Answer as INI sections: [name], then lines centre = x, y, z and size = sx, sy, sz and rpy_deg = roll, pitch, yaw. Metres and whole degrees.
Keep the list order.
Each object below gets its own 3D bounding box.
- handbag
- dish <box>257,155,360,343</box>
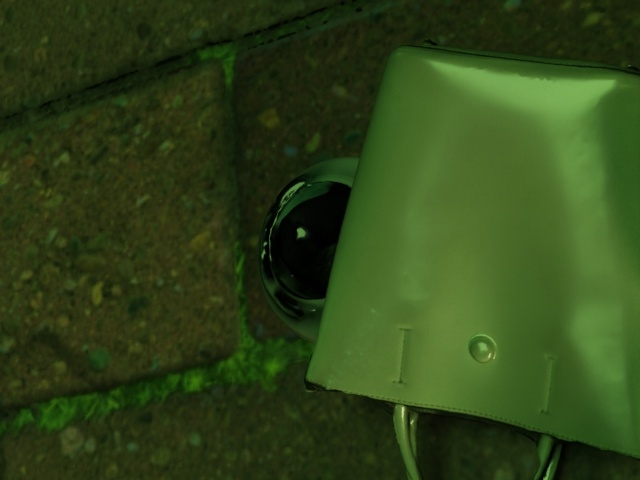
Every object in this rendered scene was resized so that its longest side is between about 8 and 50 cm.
[handbag]
centre = 0.109, 0.038, 1.019
size = 0.241, 0.109, 0.315
rpy_deg = 10, 85, 25
[dish]
centre = 0.000, 0.000, 1.120
size = 0.141, 0.078, 0.141
rpy_deg = -10, 72, 31
